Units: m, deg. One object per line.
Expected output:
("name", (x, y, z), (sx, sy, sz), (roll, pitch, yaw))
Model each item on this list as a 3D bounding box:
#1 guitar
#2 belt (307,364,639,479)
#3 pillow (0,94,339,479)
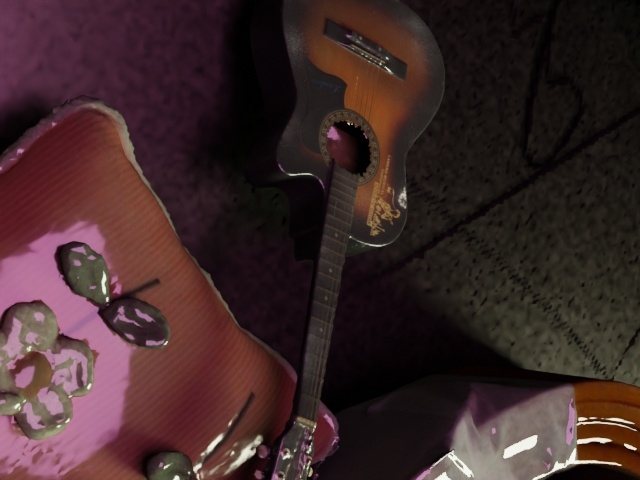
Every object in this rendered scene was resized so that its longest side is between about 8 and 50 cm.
("guitar", (0.000, 0.000, 0.576), (0.088, 0.025, 0.233), (25, 63, -33))
("belt", (0.052, 0.156, 0.625), (0.261, 0.105, 0.184), (-30, 108, -24))
("pillow", (-0.097, 0.061, 0.540), (0.171, 0.075, 0.179), (-38, 111, -15))
